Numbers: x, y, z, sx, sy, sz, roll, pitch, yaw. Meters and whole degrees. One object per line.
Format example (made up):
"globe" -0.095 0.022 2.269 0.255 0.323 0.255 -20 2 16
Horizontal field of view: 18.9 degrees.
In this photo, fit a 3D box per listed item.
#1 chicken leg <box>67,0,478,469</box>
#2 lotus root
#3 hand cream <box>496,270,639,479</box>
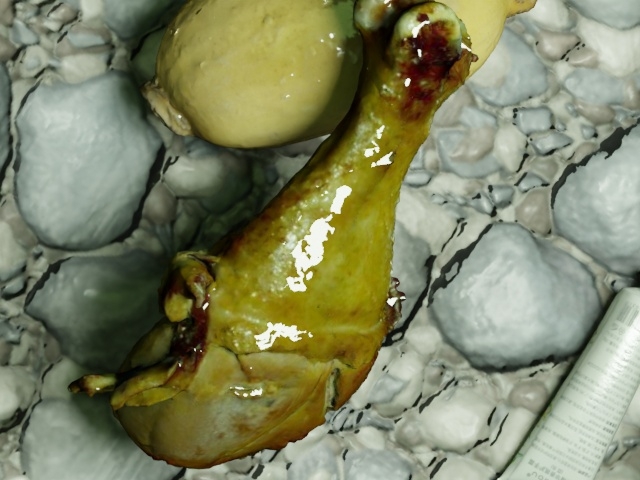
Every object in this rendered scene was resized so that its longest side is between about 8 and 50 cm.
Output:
"chicken leg" 0.006 0.013 1.300 0.361 0.211 0.140 -49 64 7
"lotus root" 0.017 -0.153 1.348 0.303 0.131 0.146 -21 88 -3
"hand cream" 0.199 0.110 1.385 0.067 0.042 0.194 29 91 -7
